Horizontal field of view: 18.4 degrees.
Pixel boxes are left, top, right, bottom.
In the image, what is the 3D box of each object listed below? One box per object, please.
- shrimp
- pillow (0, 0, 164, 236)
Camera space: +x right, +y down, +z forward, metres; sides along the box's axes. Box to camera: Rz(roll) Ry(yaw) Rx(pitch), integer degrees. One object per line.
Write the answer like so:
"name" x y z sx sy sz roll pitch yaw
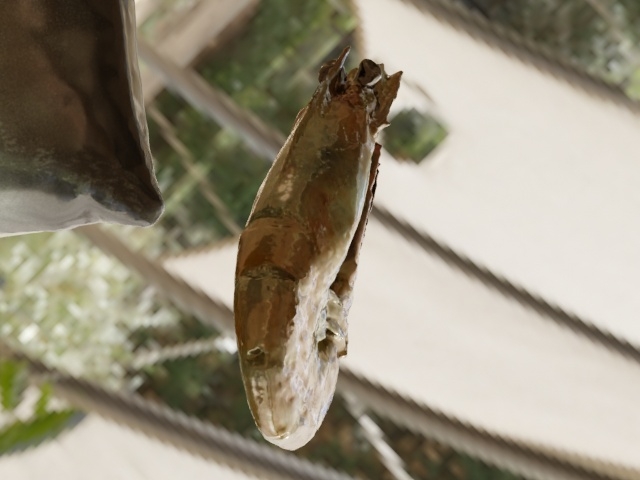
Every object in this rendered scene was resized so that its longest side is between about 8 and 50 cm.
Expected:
"shrimp" -0.002 0.000 0.923 0.115 0.051 0.217 81 19 -54
"pillow" -0.175 -0.075 0.832 0.250 0.186 0.106 -13 167 28
